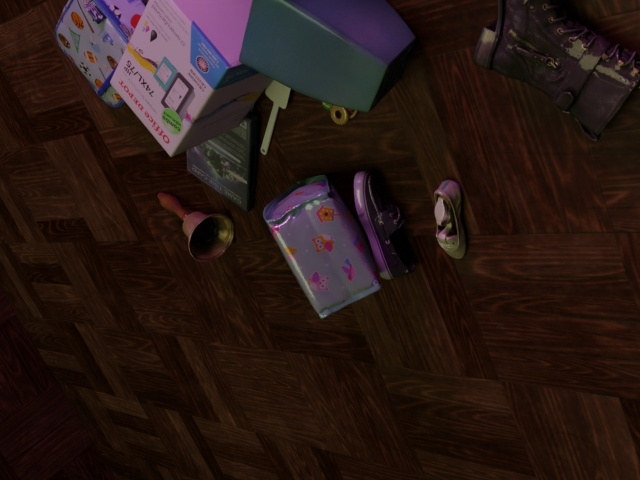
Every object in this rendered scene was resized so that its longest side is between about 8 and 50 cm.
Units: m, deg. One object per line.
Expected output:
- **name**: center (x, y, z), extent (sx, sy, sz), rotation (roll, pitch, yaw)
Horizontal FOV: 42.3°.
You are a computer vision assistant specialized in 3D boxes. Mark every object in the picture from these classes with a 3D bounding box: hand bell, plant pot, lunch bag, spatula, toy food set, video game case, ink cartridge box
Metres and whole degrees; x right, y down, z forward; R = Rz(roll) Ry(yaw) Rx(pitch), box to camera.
- **hand bell**: center (-0.330, -0.058, 2.013), extent (0.242, 0.126, 0.126), rotation (35, 142, 39)
- **plant pot**: center (0.020, -0.326, 1.343), extent (0.234, 0.165, 0.165), rotation (35, 141, 8)
- **lunch bag**: center (0.000, 0.000, 1.607), extent (0.223, 0.160, 0.262), rotation (61, -176, -13)
- **spatula**: center (-0.136, -0.285, 1.660), extent (0.168, 0.019, 0.242), rotation (40, 142, 14)
- **toy food set**: center (0.033, -0.256, 1.502), extent (0.082, 0.020, 0.083), rotation (51, 144, 0)
- **video game case**: center (-0.219, -0.207, 1.800), extent (0.196, 0.026, 0.274), rotation (35, 145, 22)
- **lunch bag**: center (-0.439, -0.418, 1.769), extent (0.243, 0.115, 0.303), rotation (54, 152, -10)
- **ink cartridge box**: center (-0.219, -0.330, 1.529), extent (0.198, 0.197, 0.270), rotation (50, 137, 5)

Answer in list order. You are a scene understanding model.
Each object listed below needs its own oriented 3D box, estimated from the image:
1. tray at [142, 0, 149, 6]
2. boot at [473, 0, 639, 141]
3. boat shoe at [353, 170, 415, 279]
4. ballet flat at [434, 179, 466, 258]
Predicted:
- **tray**: center (-0.363, -0.588, 1.632), extent (0.145, 0.030, 0.270), rotation (7, 125, 45)
- **boot**: center (0.343, -0.280, 1.113), extent (0.229, 0.091, 0.263), rotation (32, 144, 16)
- **boat shoe**: center (0.126, -0.029, 1.561), extent (0.076, 0.080, 0.228), rotation (-7, 113, 24)
- **ballet flat**: center (0.222, -0.029, 1.468), extent (0.057, 0.052, 0.168), rotation (17, 132, 37)
